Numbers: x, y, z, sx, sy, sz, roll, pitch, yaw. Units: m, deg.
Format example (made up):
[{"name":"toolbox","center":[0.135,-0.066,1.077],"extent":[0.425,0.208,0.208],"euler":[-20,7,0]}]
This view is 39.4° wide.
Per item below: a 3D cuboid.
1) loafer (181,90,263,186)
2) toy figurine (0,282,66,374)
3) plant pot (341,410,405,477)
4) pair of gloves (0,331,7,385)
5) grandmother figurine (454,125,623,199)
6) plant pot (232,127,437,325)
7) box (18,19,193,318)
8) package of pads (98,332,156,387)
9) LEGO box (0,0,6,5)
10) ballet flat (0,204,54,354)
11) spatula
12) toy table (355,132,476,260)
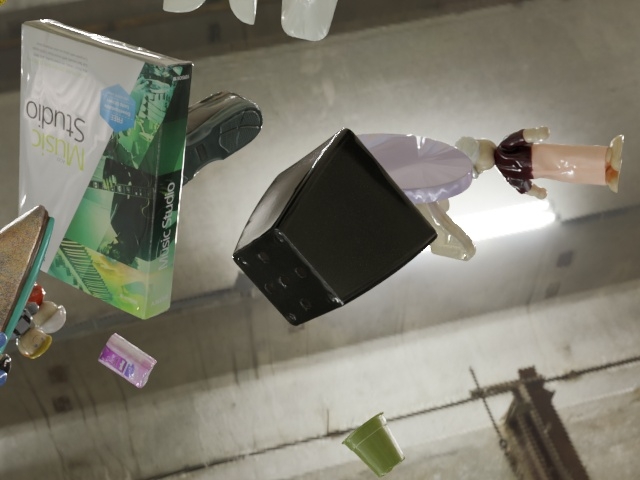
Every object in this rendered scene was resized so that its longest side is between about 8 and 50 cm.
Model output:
[{"name":"loafer","center":[-0.210,-0.134,1.270],"extent":[0.267,0.096,0.084],"euler":[-30,-129,-23]},{"name":"toy figurine","center":[-0.544,0.164,1.500],"extent":[0.213,0.148,0.209],"euler":[-39,-162,1]},{"name":"plant pot","center":[0.089,0.324,1.397],"extent":[0.083,0.083,0.079],"euler":[-31,-109,-22]},{"name":"pair of gloves","center":[-0.338,0.092,0.665],"extent":[0.198,0.023,0.159],"euler":[14,-144,11]},{"name":"grandmother figurine","center":[0.444,-0.165,1.859],"extent":[0.342,0.207,0.104],"euler":[8,-137,20]},{"name":"plant pot","center":[0.000,0.000,1.158],"extent":[0.188,0.187,0.167],"euler":[50,-127,-9]},{"name":"box","center":[-0.275,-0.088,1.105],"extent":[0.232,0.322,0.058],"euler":[21,-154,27]},{"name":"package of pads","center":[-0.299,0.187,1.390],"extent":[0.083,0.050,0.032],"euler":[33,-149,5]},{"name":"LEGO box","center":[-0.472,-0.475,1.060],"extent":[0.500,0.372,0.193],"euler":[-28,-146,29]},{"name":"ballet flat","center":[-0.335,0.102,0.806],"extent":[0.106,0.107,0.316],"euler":[20,-108,-20]},{"name":"spatula","center":[-0.051,-0.317,0.821],"extent":[0.168,0.242,0.019],"euler":[14,-162,10]},{"name":"toy table","center":[0.123,-0.063,1.441],"extent":[0.252,0.160,0.274],"euler":[-31,-145,-30]}]
